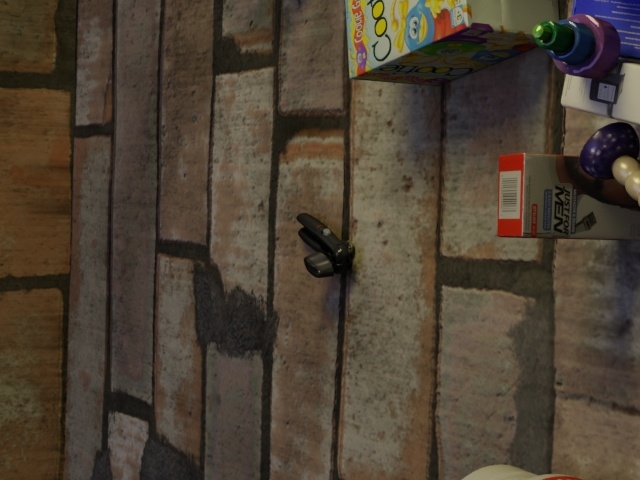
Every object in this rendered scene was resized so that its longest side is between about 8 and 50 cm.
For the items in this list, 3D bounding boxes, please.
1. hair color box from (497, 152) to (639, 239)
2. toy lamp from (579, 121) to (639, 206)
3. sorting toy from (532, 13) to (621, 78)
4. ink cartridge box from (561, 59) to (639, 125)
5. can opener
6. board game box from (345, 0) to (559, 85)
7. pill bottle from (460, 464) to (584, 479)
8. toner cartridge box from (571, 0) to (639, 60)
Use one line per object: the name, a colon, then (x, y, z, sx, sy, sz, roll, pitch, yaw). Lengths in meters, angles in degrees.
hair color box: (0.279, -0.047, 1.617, 0.053, 0.167, 0.093, 1, 90, 62)
toy lamp: (0.362, -0.011, 1.488, 0.274, 0.080, 0.080, 58, 137, 43)
sorting toy: (0.294, -0.345, 1.463, 0.127, 0.126, 0.365, 30, 106, 41)
ink cartridge box: (0.348, -0.155, 1.556, 0.150, 0.109, 0.063, 26, 108, 58)
can opener: (0.000, 0.000, 2.238, 0.186, 0.073, 0.059, -125, 36, -59)
board game box: (0.161, -0.298, 1.862, 0.275, 0.142, 0.144, -16, 76, 60)
pill bottle: (0.283, 0.370, 1.561, 0.363, 0.210, 0.210, 17, 104, 60)
toner cartridge box: (0.399, -0.256, 1.498, 0.348, 0.075, 0.165, 26, 111, 58)
